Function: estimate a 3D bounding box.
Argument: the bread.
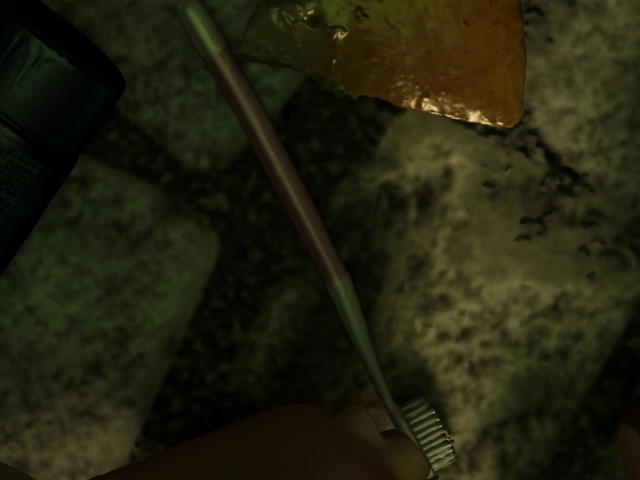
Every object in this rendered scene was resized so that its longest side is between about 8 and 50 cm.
[{"bbox_3d":[0.051,-0.105,0.768,0.154,0.054,0.136,-44,101,12],"label":"bread"}]

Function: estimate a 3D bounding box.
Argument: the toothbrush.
[{"bbox_3d":[0.000,0.000,0.808,0.025,0.020,0.286,-29,101,-2],"label":"toothbrush"}]

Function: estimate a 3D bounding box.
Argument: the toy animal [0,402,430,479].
[{"bbox_3d":[-0.071,0.211,0.732,0.269,0.237,0.326,42,84,-13],"label":"toy animal"}]

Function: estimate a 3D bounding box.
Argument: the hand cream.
[{"bbox_3d":[-0.211,-0.004,0.794,0.120,0.061,0.270,38,105,-6],"label":"hand cream"}]

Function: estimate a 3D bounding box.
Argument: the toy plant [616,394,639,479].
[{"bbox_3d":[0.251,0.080,0.785,0.200,0.105,0.143,-21,89,-12],"label":"toy plant"}]
